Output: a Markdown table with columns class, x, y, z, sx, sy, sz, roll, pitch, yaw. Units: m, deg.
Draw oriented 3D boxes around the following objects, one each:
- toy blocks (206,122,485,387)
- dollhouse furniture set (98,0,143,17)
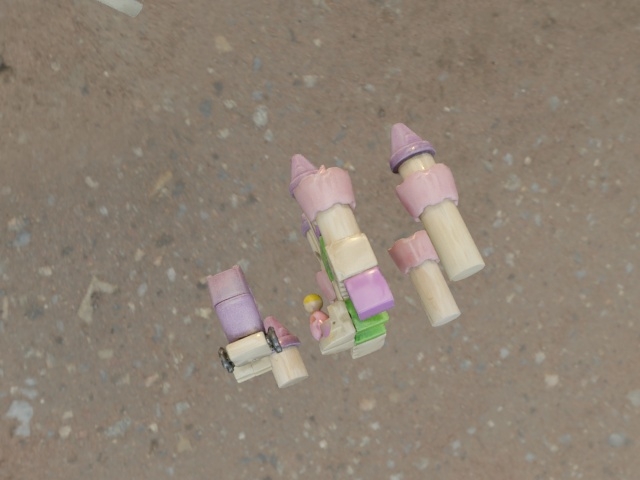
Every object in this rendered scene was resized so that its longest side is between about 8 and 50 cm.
| class | x | y | z | sx | sy | sz | roll | pitch | yaw |
| --- | --- | --- | --- | --- | --- | --- | --- | --- | --- |
| toy blocks | 0.000 | 0.000 | 1.013 | 0.309 | 0.260 | 0.288 | -22 | 162 | -5 |
| dollhouse furniture set | -0.187 | -0.257 | 0.513 | 0.173 | 0.355 | 0.303 | 17 | 123 | -42 |
